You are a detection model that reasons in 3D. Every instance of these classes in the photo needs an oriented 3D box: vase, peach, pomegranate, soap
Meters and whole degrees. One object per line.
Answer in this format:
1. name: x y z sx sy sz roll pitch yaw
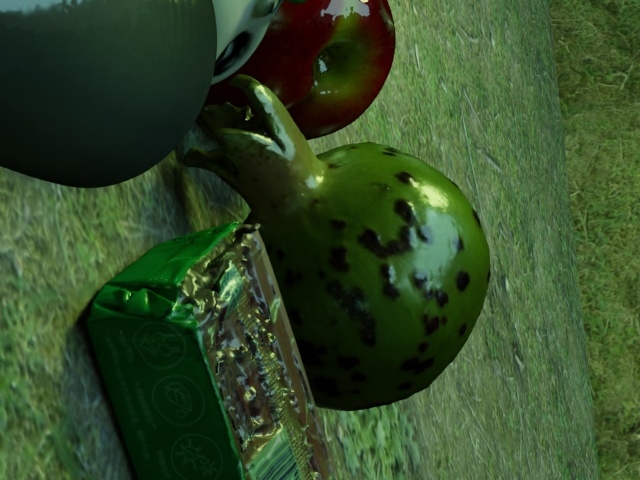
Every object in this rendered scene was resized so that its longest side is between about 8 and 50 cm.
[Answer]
1. vase: -0.204 -0.124 0.800 0.321 0.173 0.173 4 73 -64
2. peach: -0.042 -0.185 1.335 0.189 0.226 0.196 10 105 -36
3. pomegranate: -0.004 0.016 1.242 0.285 0.231 0.231 24 46 -23
4. soap: -0.067 0.139 1.085 0.218 0.098 0.273 -49 123 -67

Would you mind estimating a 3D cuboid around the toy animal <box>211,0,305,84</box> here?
1. toy animal: -0.096 -0.228 1.085 0.267 0.212 0.212 -89 157 -45
